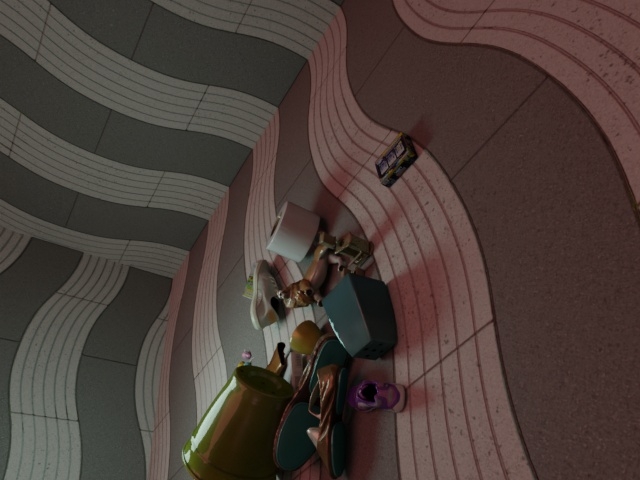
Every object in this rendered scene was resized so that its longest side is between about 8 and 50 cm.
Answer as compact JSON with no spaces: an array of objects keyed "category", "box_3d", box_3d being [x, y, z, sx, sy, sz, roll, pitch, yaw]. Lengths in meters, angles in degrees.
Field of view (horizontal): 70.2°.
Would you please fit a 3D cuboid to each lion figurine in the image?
[{"category":"lion figurine","box_3d":[-0.017,0.132,1.912,0.392,0.142,0.240,-54,20,-3]}]

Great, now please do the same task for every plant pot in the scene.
[{"category":"plant pot","box_3d":[-0.036,0.388,1.758,0.095,0.134,0.134,24,92,38]},{"category":"plant pot","box_3d":[0.140,0.258,1.489,0.165,0.166,0.234,-50,40,30]},{"category":"plant pot","box_3d":[-0.268,0.671,1.682,0.366,0.367,0.352,30,97,62]}]

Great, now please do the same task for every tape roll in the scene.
[{"category":"tape roll","box_3d":[-0.130,-0.042,2.108,0.246,0.169,0.246,-59,14,25]}]

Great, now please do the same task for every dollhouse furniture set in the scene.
[{"category":"dollhouse furniture set","box_3d":[0.096,0.056,1.678,0.101,0.182,0.160,-35,41,46]}]

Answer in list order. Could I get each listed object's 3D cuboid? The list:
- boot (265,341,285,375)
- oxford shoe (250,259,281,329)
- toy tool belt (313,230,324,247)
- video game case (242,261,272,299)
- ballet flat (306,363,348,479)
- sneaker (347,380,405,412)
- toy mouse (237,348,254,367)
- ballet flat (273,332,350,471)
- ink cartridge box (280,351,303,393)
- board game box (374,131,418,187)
[{"category":"boot","box_3d":[-0.202,0.610,1.911,0.280,0.096,0.264,-58,16,26]},{"category":"oxford shoe","box_3d":[-0.258,0.256,2.245,0.130,0.169,0.449,-15,34,6]},{"category":"toy tool belt","box_3d":[0.000,0.000,2.047,0.083,0.052,0.051,-49,64,38]},{"category":"video game case","box_3d":[-0.353,0.227,2.530,0.227,0.026,0.206,4,74,60]},{"category":"ballet flat","box_3d":[0.018,0.572,1.467,0.124,0.116,0.342,-5,75,27]},{"category":"sneaker","box_3d":[0.145,0.466,1.382,0.236,0.105,0.095,-27,49,53]},{"category":"toy mouse","box_3d":[-0.378,0.610,2.289,0.143,0.031,0.160,-40,38,42]},{"category":"ballet flat","box_3d":[-0.028,0.555,1.610,0.182,0.164,0.482,139,154,-78]},{"category":"ink cartridge box","box_3d":[-0.122,0.587,1.852,0.181,0.056,0.224,-98,21,-44]},{"category":"board game box","box_3d":[0.287,-0.309,1.747,0.170,0.048,0.141,-48,32,34]}]
